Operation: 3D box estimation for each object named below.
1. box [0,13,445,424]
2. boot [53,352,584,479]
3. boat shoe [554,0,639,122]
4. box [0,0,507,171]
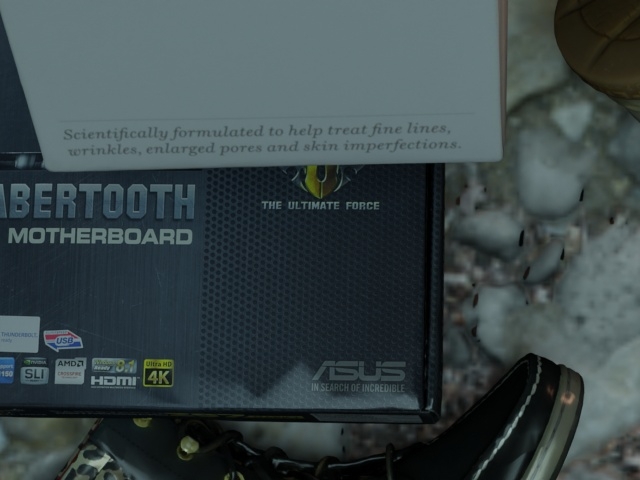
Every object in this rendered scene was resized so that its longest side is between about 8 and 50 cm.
[{"bbox_3d":[-0.061,-0.014,0.692,0.233,0.059,0.183,1,78,7],"label":"box"},{"bbox_3d":[-0.012,0.110,0.725,0.179,0.085,0.236,37,105,-4],"label":"boot"},{"bbox_3d":[0.226,-0.191,0.689,0.110,0.122,0.341,34,88,-38],"label":"boat shoe"},{"bbox_3d":[-0.023,-0.129,0.574,0.181,0.119,0.181,0,133,8],"label":"box"}]
